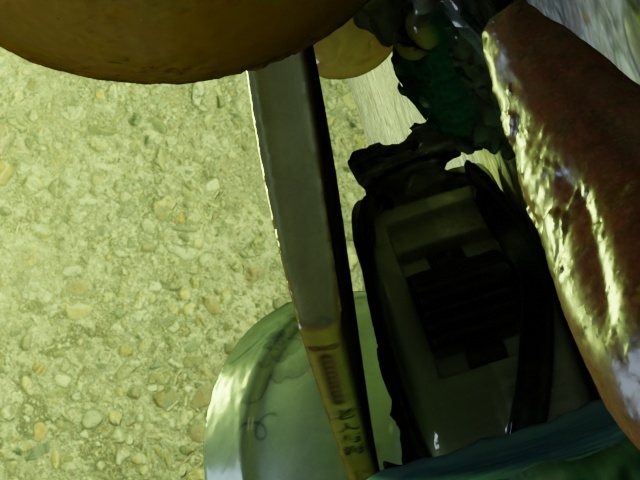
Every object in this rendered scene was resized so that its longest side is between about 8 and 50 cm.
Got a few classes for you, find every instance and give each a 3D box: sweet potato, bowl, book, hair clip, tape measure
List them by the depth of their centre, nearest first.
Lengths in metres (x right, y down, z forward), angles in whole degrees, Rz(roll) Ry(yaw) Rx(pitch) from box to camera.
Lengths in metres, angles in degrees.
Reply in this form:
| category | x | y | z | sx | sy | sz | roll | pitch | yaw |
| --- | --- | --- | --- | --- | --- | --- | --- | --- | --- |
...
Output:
| category | x | y | z | sx | sy | sz | roll | pitch | yaw |
| --- | --- | --- | --- | --- | --- | --- | --- | --- | --- |
| sweet potato | 0.103 | 0.019 | 0.390 | 0.255 | 0.058 | 0.078 | -114 | 25 | -52 |
| hair clip | 0.022 | -0.184 | 0.761 | 0.138 | 0.091 | 0.321 | 65 | -172 | -63 |
| book | 0.000 | 0.000 | 0.828 | 0.389 | 0.032 | 0.269 | 76 | -176 | -65 |
| tape measure | 0.094 | 0.089 | 0.895 | 0.231 | 0.133 | 0.271 | -106 | 0 | -64 |
| bowl | 0.071 | 0.179 | 1.140 | 0.307 | 0.163 | 0.307 | 16 | -114 | -41 |

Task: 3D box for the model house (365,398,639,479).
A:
| category | x | y | z | sx | sy | sz | roll | pitch | yaw |
| --- | --- | --- | --- | --- | --- | --- | --- | --- | --- |
| model house | 0.061 | 0.220 | 0.660 | 0.226 | 0.261 | 0.241 | 49 | -156 | -87 |

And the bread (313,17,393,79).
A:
| category | x | y | z | sx | sy | sz | roll | pitch | yaw |
| --- | --- | --- | --- | --- | --- | --- | --- | --- | --- |
| bread | 0.008 | -0.226 | 1.019 | 0.147 | 0.098 | 0.217 | -106 | 0 | -51 |

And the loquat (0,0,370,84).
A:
| category | x | y | z | sx | sy | sz | roll | pitch | yaw |
| --- | --- | --- | --- | --- | --- | --- | --- | --- | --- |
| loquat | -0.069 | -0.194 | 0.574 | 0.263 | 0.263 | 0.263 | -18 | -90 | -89 |
